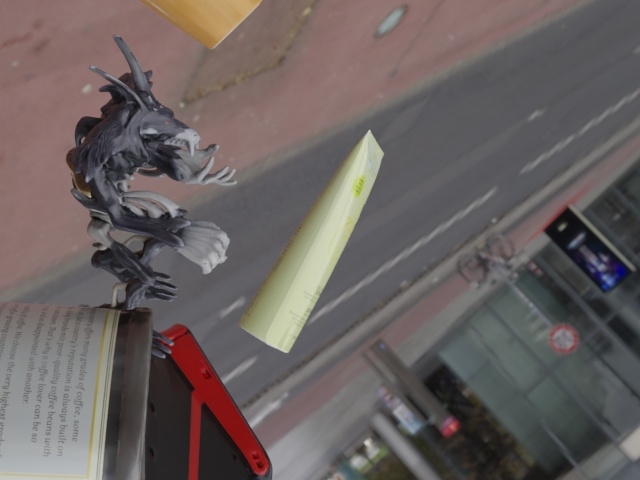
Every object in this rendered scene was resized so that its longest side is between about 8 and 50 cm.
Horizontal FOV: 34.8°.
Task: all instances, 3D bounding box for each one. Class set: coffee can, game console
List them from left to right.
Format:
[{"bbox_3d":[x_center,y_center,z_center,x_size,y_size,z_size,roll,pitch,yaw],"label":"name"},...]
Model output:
[{"bbox_3d":[-0.255,0.135,0.671,0.276,0.201,0.201,5,155,-9],"label":"coffee can"},{"bbox_3d":[-0.163,0.346,1.462,0.060,0.342,0.386,-16,129,-29],"label":"game console"}]

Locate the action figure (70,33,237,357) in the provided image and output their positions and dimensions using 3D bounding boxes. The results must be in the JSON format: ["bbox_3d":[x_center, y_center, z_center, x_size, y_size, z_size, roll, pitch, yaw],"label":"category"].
[{"bbox_3d":[-0.140,-0.035,0.868,0.164,0.141,0.275,-82,-177,-48],"label":"action figure"}]

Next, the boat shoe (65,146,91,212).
[{"bbox_3d":[-0.297,-0.078,1.315,0.056,0.152,0.049,-5,119,-12],"label":"boat shoe"}]

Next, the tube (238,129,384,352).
[{"bbox_3d":[0.000,0.000,1.060,0.240,0.062,0.070,-60,-155,-4],"label":"tube"}]

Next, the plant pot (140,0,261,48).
[{"bbox_3d":[-0.168,-0.370,1.385,0.205,0.188,0.205,-42,-168,11],"label":"plant pot"}]
